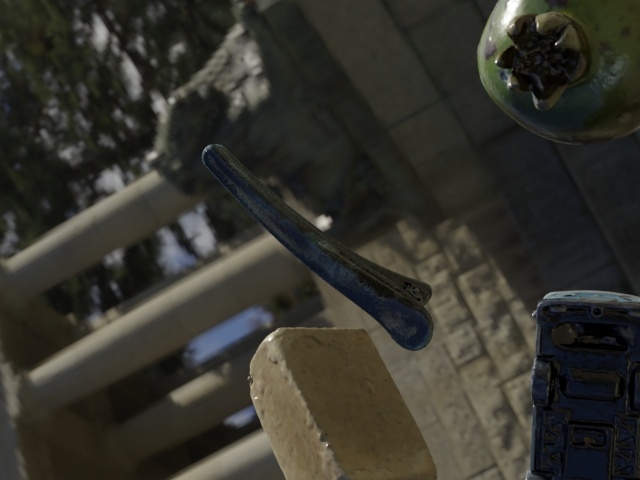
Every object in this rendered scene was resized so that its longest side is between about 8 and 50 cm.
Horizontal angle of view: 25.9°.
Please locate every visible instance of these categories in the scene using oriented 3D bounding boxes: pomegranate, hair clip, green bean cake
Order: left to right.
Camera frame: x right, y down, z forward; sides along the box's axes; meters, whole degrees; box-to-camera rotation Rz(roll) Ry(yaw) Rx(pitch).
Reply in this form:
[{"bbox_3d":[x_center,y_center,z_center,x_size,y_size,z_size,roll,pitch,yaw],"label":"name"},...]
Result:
[{"bbox_3d":[0.000,0.000,1.095,0.229,0.039,0.070,39,-154,-17],"label":"hair clip"},{"bbox_3d":[0.016,0.166,1.253,0.109,0.085,0.179,-4,-130,-35],"label":"green bean cake"},{"bbox_3d":[0.278,-0.221,1.632,0.306,0.242,0.242,-10,-113,-40],"label":"pomegranate"}]

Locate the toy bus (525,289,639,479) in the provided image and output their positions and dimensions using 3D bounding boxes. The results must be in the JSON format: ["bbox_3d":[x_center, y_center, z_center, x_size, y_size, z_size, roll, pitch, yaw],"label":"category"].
[{"bbox_3d":[0.130,0.082,0.672,0.075,0.060,0.123,-48,-40,-74],"label":"toy bus"}]
